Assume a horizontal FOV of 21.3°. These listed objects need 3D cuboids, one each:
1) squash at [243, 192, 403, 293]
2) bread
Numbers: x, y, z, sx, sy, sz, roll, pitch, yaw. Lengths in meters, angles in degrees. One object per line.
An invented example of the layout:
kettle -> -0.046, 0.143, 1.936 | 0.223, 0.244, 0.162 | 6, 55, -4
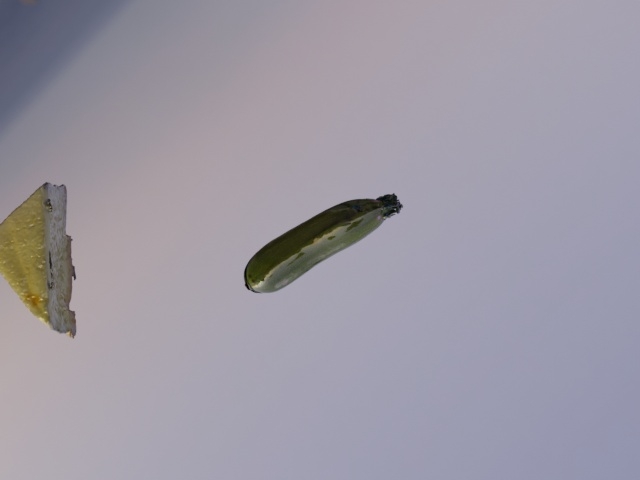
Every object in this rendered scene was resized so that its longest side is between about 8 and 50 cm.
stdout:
squash -> 0.000, 0.000, 1.741 | 0.183, 0.052, 0.052 | -29, -168, 8
bread -> -0.216, 0.017, 1.385 | 0.080, 0.109, 0.084 | -39, 173, 1
